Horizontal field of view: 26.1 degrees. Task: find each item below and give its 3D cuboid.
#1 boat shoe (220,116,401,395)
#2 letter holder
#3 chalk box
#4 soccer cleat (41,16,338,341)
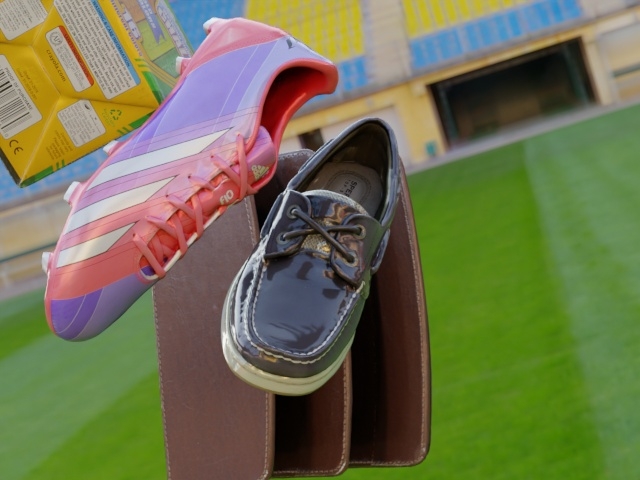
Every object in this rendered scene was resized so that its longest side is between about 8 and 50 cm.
[{"bbox_3d":[0.000,0.000,1.047,0.103,0.092,0.285,21,38,5],"label":"boat shoe"},{"bbox_3d":[-0.027,0.068,1.276,0.214,0.301,0.152,-8,-6,35],"label":"letter holder"},{"bbox_3d":[-0.179,-0.145,1.061,0.132,0.132,0.213,-27,12,13],"label":"chalk box"},{"bbox_3d":[-0.082,-0.037,0.867,0.095,0.083,0.248,22,65,23],"label":"soccer cleat"}]
